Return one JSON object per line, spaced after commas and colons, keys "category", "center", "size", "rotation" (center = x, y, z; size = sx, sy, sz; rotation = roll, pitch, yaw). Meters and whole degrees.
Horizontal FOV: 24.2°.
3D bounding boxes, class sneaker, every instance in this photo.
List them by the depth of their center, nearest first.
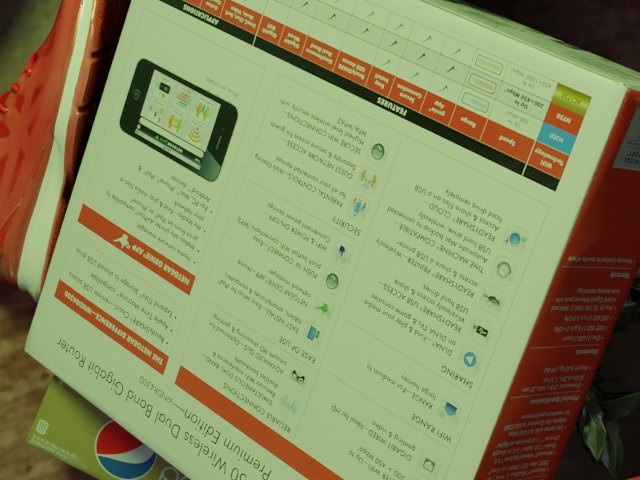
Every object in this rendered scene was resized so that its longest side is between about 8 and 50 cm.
{"category": "sneaker", "center": [-0.202, -0.078, 0.936], "size": [0.128, 0.087, 0.221], "rotation": [16, 101, 6]}

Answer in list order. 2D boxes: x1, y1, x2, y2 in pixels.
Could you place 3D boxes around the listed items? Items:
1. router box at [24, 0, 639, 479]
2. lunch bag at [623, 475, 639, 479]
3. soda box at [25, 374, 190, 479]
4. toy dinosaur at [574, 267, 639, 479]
{"category": "router box", "center": [0.000, 0.000, 0.829], "size": [0.335, 0.082, 0.301], "rotation": [31, 108, 36]}
{"category": "lunch bag", "center": [0.295, 0.209, 0.830], "size": [0.293, 0.258, 0.120], "rotation": [-6, 57, 8]}
{"category": "soda box", "center": [-0.092, 0.139, 0.963], "size": [0.181, 0.061, 0.058], "rotation": [25, 102, 5]}
{"category": "toy dinosaur", "center": [0.194, 0.014, 0.871], "size": [0.218, 0.164, 0.322], "rotation": [-44, 70, 0]}
